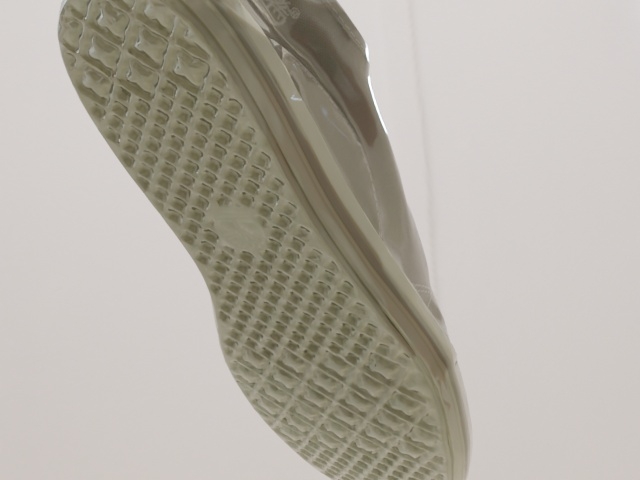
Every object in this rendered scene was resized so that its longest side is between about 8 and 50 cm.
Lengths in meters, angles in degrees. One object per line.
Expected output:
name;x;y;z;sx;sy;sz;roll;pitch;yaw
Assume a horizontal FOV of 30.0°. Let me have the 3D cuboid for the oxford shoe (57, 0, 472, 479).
oxford shoe;0.000;0.000;0.730;0.169;0.130;0.449;-1;-50;33
